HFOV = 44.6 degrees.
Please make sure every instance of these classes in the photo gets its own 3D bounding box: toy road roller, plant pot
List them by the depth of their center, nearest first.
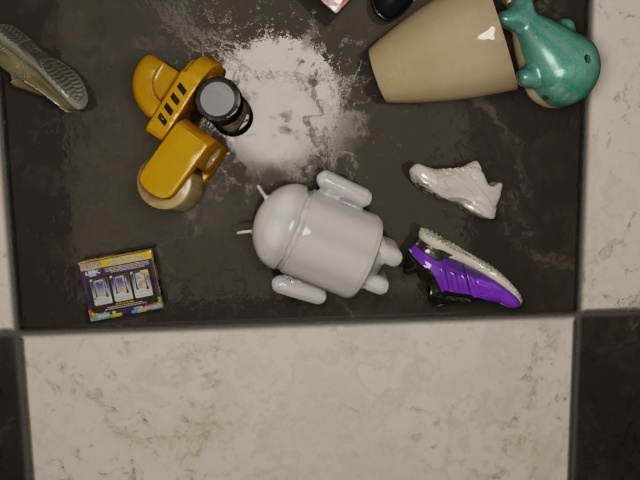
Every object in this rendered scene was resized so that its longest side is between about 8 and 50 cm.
[{"bbox_3d":[-0.312,-0.244,1.670,0.240,0.202,0.329,33,90,4],"label":"toy road roller"},{"bbox_3d":[0.253,-0.399,1.677,0.274,0.256,0.256,-18,100,14],"label":"plant pot"}]

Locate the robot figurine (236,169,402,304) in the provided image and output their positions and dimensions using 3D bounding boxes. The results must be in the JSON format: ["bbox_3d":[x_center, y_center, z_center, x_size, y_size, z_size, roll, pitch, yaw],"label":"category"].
[{"bbox_3d":[0.000,0.000,1.724,0.353,0.200,0.300,23,100,-8],"label":"robot figurine"}]

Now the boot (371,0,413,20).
[{"bbox_3d":[0.202,-0.578,1.618,0.094,0.207,0.246,35,96,-10],"label":"boot"}]

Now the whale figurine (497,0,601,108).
[{"bbox_3d":[0.503,-0.418,1.699,0.216,0.141,0.272,-48,109,-20],"label":"whale figurine"}]

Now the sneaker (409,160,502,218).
[{"bbox_3d":[0.313,-0.138,1.793,0.232,0.090,0.115,23,90,-17],"label":"sneaker"}]

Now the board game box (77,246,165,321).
[{"bbox_3d":[-0.453,0.099,1.784,0.170,0.048,0.141,-10,98,-2],"label":"board game box"}]

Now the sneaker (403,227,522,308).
[{"bbox_3d":[0.321,0.100,1.823,0.293,0.102,0.146,31,100,-4],"label":"sneaker"}]

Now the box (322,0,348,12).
[{"bbox_3d":[-0.022,-0.638,1.637,0.300,0.142,0.154,41,107,-9],"label":"box"}]

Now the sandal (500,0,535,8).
[{"bbox_3d":[0.509,-0.575,1.747,0.219,0.060,0.090,-21,94,14],"label":"sandal"}]

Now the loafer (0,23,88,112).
[{"bbox_3d":[-0.612,-0.359,1.687,0.251,0.094,0.087,42,119,0],"label":"loafer"}]
